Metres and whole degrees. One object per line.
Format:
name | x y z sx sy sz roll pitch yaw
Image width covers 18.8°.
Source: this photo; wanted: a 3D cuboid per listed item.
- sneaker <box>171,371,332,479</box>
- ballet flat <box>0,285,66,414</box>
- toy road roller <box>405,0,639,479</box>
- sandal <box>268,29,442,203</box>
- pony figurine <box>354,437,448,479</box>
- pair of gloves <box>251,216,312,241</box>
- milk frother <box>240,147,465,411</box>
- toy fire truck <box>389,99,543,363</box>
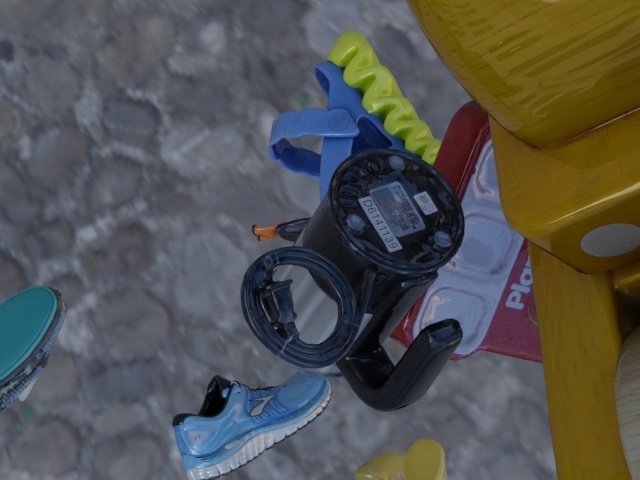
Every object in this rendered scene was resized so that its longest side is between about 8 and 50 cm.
sneaker | -0.056 0.135 1.578 0.162 0.063 0.073 -29 90 -43
ballet flat | -0.256 0.114 1.451 0.188 0.070 0.070 -46 121 -12
toy road roller | 0.138 -0.054 0.679 0.202 0.329 0.240 -26 143 31
sandal | 0.058 -0.050 1.807 0.138 0.317 0.126 -33 144 -4
pony figurine | 0.110 0.376 1.886 0.363 0.303 0.351 35 68 -58
pair of gloves | 0.000 0.000 1.258 0.074 0.010 0.083 -4 160 16
milk frother | -0.001 0.034 1.122 0.143 0.129 0.135 -1 149 -24
toy fire truck | 0.190 -0.046 1.347 0.254 0.169 0.302 12 104 -35
